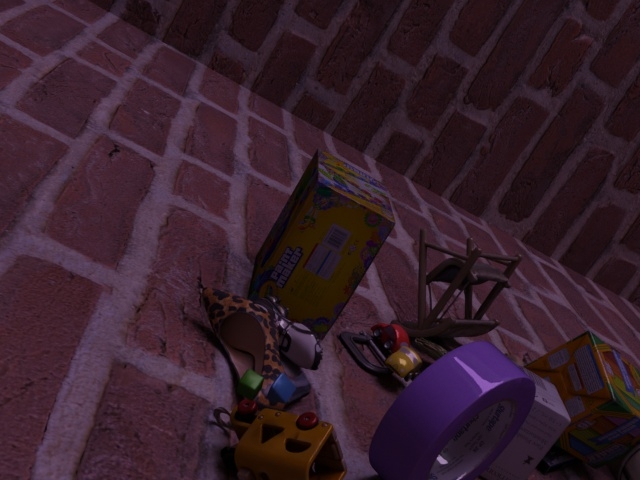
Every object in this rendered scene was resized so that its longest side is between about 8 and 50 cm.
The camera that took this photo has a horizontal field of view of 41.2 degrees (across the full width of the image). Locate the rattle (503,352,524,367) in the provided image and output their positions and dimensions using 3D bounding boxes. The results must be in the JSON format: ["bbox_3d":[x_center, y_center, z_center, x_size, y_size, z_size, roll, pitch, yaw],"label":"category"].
[{"bbox_3d":[0.420,0.346,1.868,0.200,0.130,0.143,-108,173,-75],"label":"rattle"}]

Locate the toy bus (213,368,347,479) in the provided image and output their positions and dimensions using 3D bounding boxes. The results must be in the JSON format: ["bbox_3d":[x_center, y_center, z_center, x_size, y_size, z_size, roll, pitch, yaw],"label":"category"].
[{"bbox_3d":[-0.069,0.288,1.136,0.191,0.202,0.104,39,47,1],"label":"toy bus"}]

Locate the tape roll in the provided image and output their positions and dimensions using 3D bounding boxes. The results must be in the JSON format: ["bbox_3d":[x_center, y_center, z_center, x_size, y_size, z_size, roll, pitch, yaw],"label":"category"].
[{"bbox_3d":[0.208,0.290,1.329,0.274,0.275,0.090,10,27,-51],"label":"tape roll"}]

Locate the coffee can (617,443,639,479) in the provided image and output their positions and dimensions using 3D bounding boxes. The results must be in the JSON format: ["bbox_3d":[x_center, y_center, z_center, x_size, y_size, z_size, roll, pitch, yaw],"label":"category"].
[{"bbox_3d":[0.715,0.534,1.654,0.201,0.202,0.275,30,17,-5],"label":"coffee can"}]

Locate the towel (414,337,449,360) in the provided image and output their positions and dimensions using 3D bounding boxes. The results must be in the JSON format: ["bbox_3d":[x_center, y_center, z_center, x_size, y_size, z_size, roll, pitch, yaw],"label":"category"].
[{"bbox_3d":[0.279,0.268,1.870,0.148,0.027,0.110,40,-7,-22],"label":"towel"}]

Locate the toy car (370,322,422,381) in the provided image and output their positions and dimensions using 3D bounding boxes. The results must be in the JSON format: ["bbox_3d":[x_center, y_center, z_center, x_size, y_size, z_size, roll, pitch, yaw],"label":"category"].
[{"bbox_3d":[0.218,0.261,1.777,0.225,0.053,0.239,35,9,-12],"label":"toy car"}]

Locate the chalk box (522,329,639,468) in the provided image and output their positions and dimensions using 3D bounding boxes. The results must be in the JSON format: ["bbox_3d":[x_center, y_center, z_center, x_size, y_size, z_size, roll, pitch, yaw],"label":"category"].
[{"bbox_3d":[0.599,0.357,1.825,0.289,0.179,0.180,33,34,-35],"label":"chalk box"}]

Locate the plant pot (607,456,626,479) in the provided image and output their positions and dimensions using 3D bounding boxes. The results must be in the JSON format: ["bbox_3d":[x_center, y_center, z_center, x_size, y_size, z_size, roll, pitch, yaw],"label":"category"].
[{"bbox_3d":[0.716,0.505,1.929,0.109,0.096,0.109,26,18,-14],"label":"plant pot"}]

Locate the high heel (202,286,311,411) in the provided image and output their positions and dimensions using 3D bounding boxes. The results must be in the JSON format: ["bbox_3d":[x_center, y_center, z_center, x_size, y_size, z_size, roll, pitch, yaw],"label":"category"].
[{"bbox_3d":[-0.132,0.170,1.381,0.261,0.093,0.186,45,13,13],"label":"high heel"}]

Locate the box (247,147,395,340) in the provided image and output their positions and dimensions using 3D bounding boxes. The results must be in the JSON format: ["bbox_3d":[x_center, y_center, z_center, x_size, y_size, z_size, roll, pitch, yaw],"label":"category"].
[{"bbox_3d":[0.000,0.000,1.770,0.177,0.290,0.279,28,16,-9],"label":"box"}]

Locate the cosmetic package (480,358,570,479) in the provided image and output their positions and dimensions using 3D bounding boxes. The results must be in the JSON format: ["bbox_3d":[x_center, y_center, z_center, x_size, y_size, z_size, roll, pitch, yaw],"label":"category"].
[{"bbox_3d":[0.340,0.336,1.592,0.151,0.184,0.151,30,15,-6],"label":"cosmetic package"}]

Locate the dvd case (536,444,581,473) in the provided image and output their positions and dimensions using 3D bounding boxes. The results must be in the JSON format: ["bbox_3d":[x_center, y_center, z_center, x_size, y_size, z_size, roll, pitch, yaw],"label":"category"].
[{"bbox_3d":[0.473,0.422,1.852,0.179,0.030,0.238,43,19,33],"label":"dvd case"}]

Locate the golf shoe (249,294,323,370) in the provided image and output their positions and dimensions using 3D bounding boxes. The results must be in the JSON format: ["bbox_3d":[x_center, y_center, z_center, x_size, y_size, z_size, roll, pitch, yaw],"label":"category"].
[{"bbox_3d":[-0.077,0.173,1.541,0.093,0.077,0.198,-1,28,-42],"label":"golf shoe"}]

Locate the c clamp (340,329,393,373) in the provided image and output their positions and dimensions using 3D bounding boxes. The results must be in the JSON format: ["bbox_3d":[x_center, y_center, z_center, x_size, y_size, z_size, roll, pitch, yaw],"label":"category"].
[{"bbox_3d":[0.108,0.230,1.770,0.137,0.022,0.161,21,19,-31],"label":"c clamp"}]

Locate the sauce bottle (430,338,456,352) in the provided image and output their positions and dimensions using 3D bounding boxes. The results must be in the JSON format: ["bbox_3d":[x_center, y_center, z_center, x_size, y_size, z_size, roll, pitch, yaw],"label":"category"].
[{"bbox_3d":[0.307,0.271,1.970,0.128,0.042,0.042,32,13,36],"label":"sauce bottle"}]

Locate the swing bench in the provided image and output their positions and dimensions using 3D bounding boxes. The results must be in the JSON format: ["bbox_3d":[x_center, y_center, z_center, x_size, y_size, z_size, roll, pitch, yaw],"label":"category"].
[{"bbox_3d":[0.328,0.123,2.032,0.165,0.255,0.253,21,8,36],"label":"swing bench"}]
